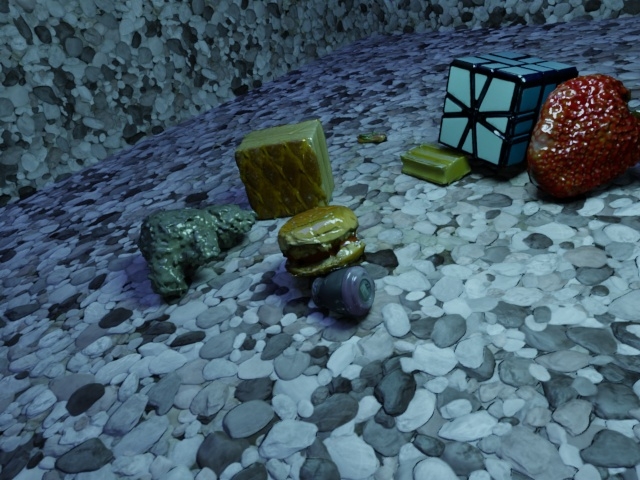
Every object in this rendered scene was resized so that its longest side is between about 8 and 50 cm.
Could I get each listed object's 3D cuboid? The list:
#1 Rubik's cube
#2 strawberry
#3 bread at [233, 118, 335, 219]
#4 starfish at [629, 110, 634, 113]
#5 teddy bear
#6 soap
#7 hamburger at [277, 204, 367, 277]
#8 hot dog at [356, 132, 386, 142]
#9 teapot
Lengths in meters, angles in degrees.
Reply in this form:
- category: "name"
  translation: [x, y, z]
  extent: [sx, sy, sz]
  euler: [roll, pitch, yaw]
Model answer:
- category: "Rubik's cube"
  translation: [0.580, -0.418, 1.615]
  extent: [0.283, 0.289, 0.293]
  euler: [-18, 38, -32]
- category: "strawberry"
  translation: [0.711, -0.280, 1.431]
  extent: [0.351, 0.312, 0.267]
  euler: [-40, 13, -6]
- category: "bread"
  translation: [-0.113, -0.237, 1.741]
  extent: [0.279, 0.279, 0.207]
  euler: [-5, 30, 13]
- category: "starfish"
  translation: [0.981, -0.445, 1.783]
  extent: [0.238, 0.071, 0.216]
  euler: [25, 42, 35]
- category: "teddy bear"
  translation: [-0.374, -0.008, 1.596]
  extent: [0.367, 0.225, 0.357]
  euler: [-11, 25, -24]
- category: "soap"
  translation: [0.387, -0.263, 1.740]
  extent: [0.135, 0.076, 0.233]
  euler: [-27, 31, -21]
- category: "hamburger"
  translation: [0.000, 0.000, 1.351]
  extent: [0.244, 0.163, 0.244]
  euler: [-11, 8, 2]
- category: "hot dog"
  translation: [0.210, -0.432, 2.135]
  extent: [0.133, 0.041, 0.056]
  euler: [-2, 32, 21]
- category: "teapot"
  translation: [0.055, 0.113, 1.237]
  extent: [0.146, 0.116, 0.148]
  euler: [-8, 33, 38]
